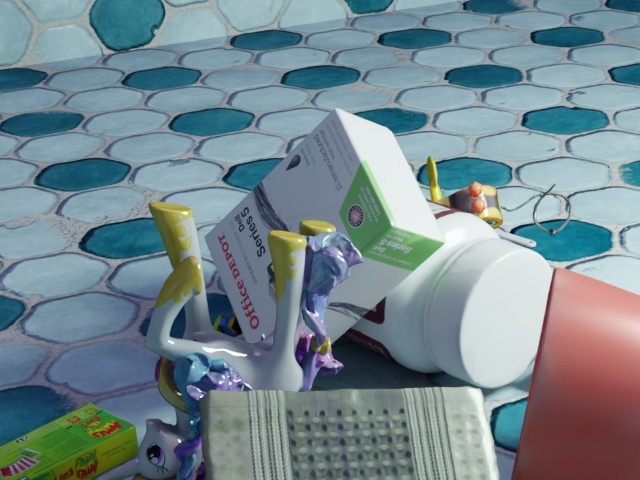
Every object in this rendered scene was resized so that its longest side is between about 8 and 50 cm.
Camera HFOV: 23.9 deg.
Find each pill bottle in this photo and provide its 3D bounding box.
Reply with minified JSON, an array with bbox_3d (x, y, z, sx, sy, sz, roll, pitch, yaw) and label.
[{"bbox_3d":[0.112,0.048,2.058,0.224,0.224,0.392,-21,30,-37],"label":"pill bottle"}]

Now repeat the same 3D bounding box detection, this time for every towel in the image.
[{"bbox_3d":[0.042,0.292,1.490,0.312,0.056,0.324,1,59,-14],"label":"towel"}]

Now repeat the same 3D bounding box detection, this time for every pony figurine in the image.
[{"bbox_3d":[-0.070,0.157,1.756,0.351,0.363,0.303,6,12,-21],"label":"pony figurine"}]

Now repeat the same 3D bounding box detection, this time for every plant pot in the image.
[{"bbox_3d":[0.356,0.182,1.709,0.243,0.275,0.275,11,25,8],"label":"plant pot"}]

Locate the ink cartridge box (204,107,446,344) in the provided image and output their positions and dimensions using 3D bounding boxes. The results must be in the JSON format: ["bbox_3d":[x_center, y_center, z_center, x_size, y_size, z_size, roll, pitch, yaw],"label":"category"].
[{"bbox_3d":[0.000,0.000,1.937,0.115,0.273,0.198,17,39,-45],"label":"ink cartridge box"}]

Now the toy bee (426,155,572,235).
[{"bbox_3d":[0.208,-0.048,2.282,0.298,0.195,0.162,-33,-20,4],"label":"toy bee"}]

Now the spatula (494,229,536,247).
[{"bbox_3d":[0.207,-0.001,2.426,0.242,0.019,0.168,20,31,35],"label":"spatula"}]

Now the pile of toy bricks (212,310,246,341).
[{"bbox_3d":[-0.120,0.157,2.011,0.105,0.118,0.212,-26,27,29],"label":"pile of toy bricks"}]

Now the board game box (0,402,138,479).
[{"bbox_3d":[-0.320,0.263,1.830,0.092,0.043,0.181,19,32,40],"label":"board game box"}]
